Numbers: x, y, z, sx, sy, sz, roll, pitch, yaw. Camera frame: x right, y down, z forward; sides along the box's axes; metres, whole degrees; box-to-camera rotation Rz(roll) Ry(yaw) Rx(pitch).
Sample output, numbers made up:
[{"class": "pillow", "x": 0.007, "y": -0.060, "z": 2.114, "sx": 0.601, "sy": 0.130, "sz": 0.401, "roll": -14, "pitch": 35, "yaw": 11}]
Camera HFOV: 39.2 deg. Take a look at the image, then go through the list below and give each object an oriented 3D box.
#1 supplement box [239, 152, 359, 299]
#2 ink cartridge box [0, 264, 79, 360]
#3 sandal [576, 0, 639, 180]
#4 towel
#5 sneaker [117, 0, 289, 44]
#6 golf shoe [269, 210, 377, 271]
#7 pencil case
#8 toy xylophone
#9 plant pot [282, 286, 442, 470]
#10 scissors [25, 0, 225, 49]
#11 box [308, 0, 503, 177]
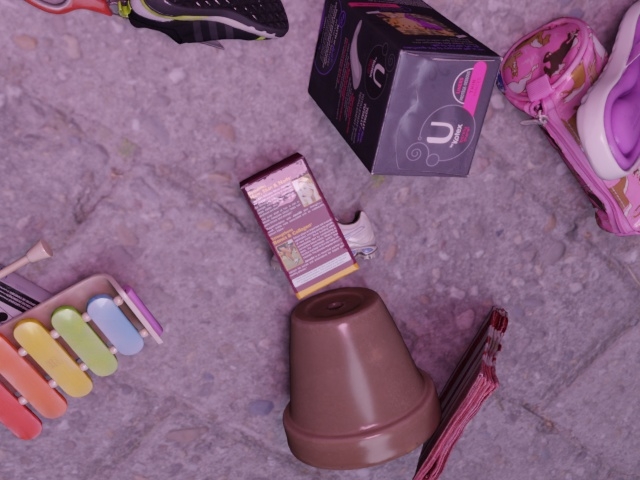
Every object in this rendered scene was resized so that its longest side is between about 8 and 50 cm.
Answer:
[{"class": "supplement box", "x": -0.033, "y": -0.023, "z": 1.326, "sx": 0.104, "sy": 0.081, "sz": 0.188, "roll": -27, "pitch": 102, "yaw": -2}, {"class": "ink cartridge box", "x": -0.437, "y": 0.114, "z": 1.323, "sx": 0.097, "sy": 0.046, "sz": 0.207, "roll": -45, "pitch": 125, "yaw": 12}, {"class": "sandal", "x": 0.480, "y": -0.219, "z": 1.277, "sx": 0.169, "sy": 0.102, "sz": 0.416, "roll": 58, "pitch": 47, "yaw": -24}, {"class": "towel", "x": 0.242, "y": 0.259, "z": 1.519, "sx": 0.037, "sy": 0.329, "sz": 0.237, "roll": 30, "pitch": 111, "yaw": 5}, {"class": "sneaker", "x": -0.150, "y": -0.297, "z": 1.157, "sx": 0.234, "sy": 0.084, "sz": 0.097, "roll": 2, "pitch": 160, "yaw": -42}, {"class": "golf shoe", "x": 0.000, "y": 0.000, "z": 1.417, "sx": 0.176, "sy": 0.069, "sz": 0.086, "roll": -13, "pitch": 100, "yaw": -14}, {"class": "pencil case", "x": 0.429, "y": -0.165, "z": 1.403, "sx": 0.167, "sy": 0.160, "sz": 0.386, "roll": -43, "pitch": 126, "yaw": 8}, {"class": "toy xylophone", "x": -0.402, "y": 0.142, "z": 1.273, "sx": 0.322, "sy": 0.081, "sz": 0.236, "roll": -35, "pitch": 126, "yaw": 6}, {"class": "plant pot", "x": 0.051, "y": 0.206, "z": 1.461, "sx": 0.263, "sy": 0.263, "sz": 0.229, "roll": -16, "pitch": 107, "yaw": -11}, {"class": "scissors", "x": -0.264, "y": -0.294, "z": 1.152, "sx": 0.297, "sy": 0.021, "sz": 0.109, "roll": 33, "pitch": 99, "yaw": -35}, {"class": "box", "x": 0.100, "y": -0.213, "z": 1.180, "sx": 0.143, "sy": 0.270, "sz": 0.165, "roll": 0, "pitch": 121, "yaw": -20}]
